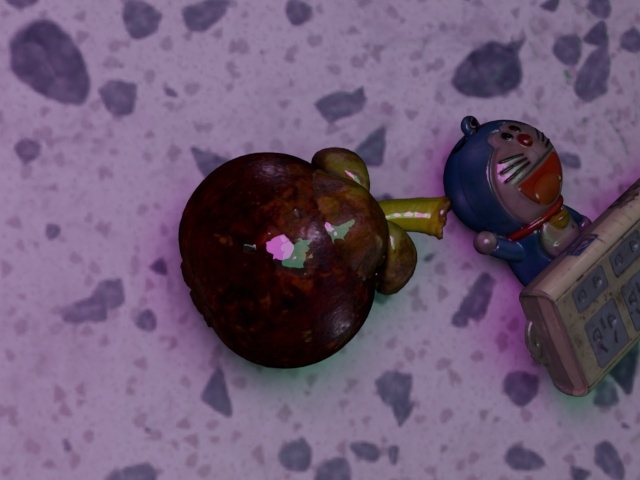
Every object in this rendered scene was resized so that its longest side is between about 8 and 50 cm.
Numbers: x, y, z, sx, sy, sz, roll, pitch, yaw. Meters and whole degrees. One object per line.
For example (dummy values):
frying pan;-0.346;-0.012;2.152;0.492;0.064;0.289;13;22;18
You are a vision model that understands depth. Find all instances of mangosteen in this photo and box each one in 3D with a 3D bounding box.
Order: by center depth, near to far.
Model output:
mangosteen;-0.010;-0.005;1.178;0.181;0.156;0.146;-42;109;-2

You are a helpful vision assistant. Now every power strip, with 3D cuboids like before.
power strip;0.241;0.006;1.279;0.268;0.034;0.092;-39;116;-33

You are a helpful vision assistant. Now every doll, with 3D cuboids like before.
doll;0.144;-0.026;1.269;0.114;0.085;0.152;-41;104;-42
